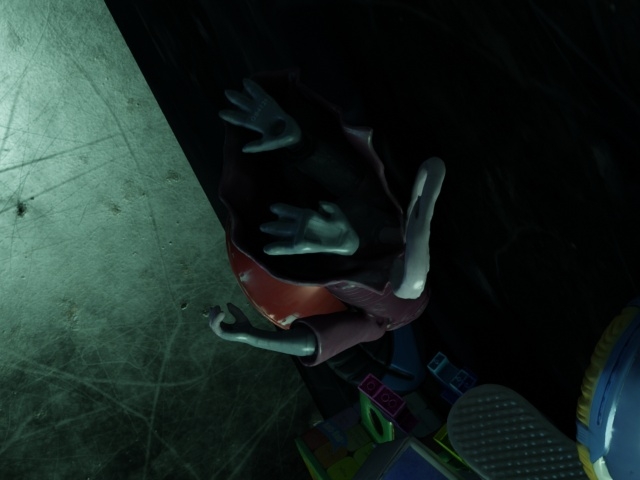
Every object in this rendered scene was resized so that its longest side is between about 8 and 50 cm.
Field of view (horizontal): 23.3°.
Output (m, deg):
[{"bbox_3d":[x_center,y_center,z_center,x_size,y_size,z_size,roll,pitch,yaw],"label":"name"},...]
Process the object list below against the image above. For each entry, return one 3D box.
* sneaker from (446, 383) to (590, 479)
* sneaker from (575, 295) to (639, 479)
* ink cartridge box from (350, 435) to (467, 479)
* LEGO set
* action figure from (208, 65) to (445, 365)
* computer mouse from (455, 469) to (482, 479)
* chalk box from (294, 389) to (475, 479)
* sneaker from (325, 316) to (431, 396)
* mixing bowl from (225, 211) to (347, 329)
[{"bbox_3d":[0.227,0.245,1.311,0.161,0.102,0.282,52,-178,-40],"label":"sneaker"},{"bbox_3d":[0.239,0.150,0.891,0.131,0.112,0.296,27,152,44],"label":"sneaker"},{"bbox_3d":[0.178,0.332,1.612,0.324,0.071,0.330,39,169,3],"label":"ink cartridge box"},{"bbox_3d":[0.156,0.191,1.505,0.227,0.087,0.093,38,170,23],"label":"LEGO set"},{"bbox_3d":[0.041,-0.010,1.432,0.275,0.248,0.370,7,158,25],"label":"action figure"},{"bbox_3d":[0.221,0.346,1.859,0.193,0.042,0.106,54,177,2],"label":"computer mouse"},{"bbox_3d":[0.096,0.313,2.015,0.180,0.179,0.289,49,167,52],"label":"chalk box"},{"bbox_3d":[0.050,0.082,1.829,0.139,0.125,0.341,31,-171,-38],"label":"sneaker"},{"bbox_3d":[0.000,0.000,1.648,0.098,0.181,0.181,-26,95,43],"label":"mixing bowl"}]
